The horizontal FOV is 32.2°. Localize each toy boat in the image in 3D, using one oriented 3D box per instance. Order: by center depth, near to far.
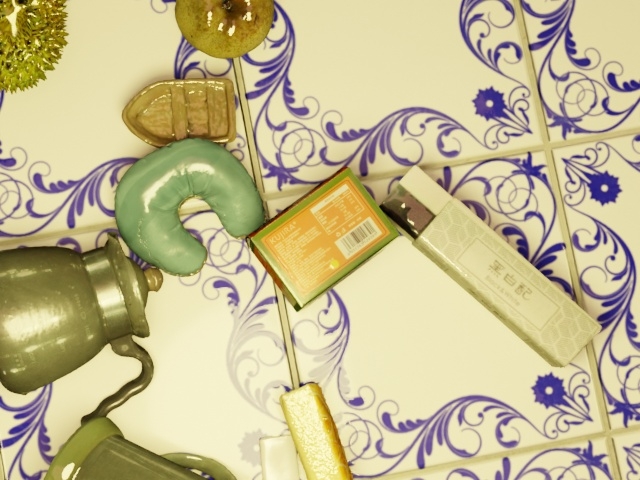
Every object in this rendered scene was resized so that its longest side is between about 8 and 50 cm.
[{"bbox_3d":[-0.235,-0.207,1.854,0.188,0.061,0.116,-3,86,-4],"label":"toy boat"}]

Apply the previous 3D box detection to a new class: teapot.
[{"bbox_3d":[-0.223,0.415,1.694,0.337,0.270,0.200,23,115,18],"label":"teapot"},{"bbox_3d":[-0.371,0.133,1.738,0.285,0.223,0.305,-18,83,-12],"label":"teapot"}]

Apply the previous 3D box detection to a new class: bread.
[{"bbox_3d":[-0.003,0.322,1.779,0.068,0.125,0.188,-21,85,2],"label":"bread"}]

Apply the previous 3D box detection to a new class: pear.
[{"bbox_3d":[-0.158,-0.382,1.838,0.167,0.136,0.167,-2,103,-9],"label":"pear"}]

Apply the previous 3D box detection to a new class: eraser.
[{"bbox_3d":[0.274,0.045,1.836,0.404,0.098,0.096,41,83,2],"label":"eraser"}]

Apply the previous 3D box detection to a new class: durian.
[{"bbox_3d":[-0.537,-0.379,1.773,0.291,0.224,0.291,1,83,-12],"label":"durian"}]

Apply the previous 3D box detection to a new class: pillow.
[{"bbox_3d":[-0.220,-0.054,1.814,0.233,0.086,0.214,-34,103,1],"label":"pillow"}]

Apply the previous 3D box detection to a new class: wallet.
[{"bbox_3d":[-0.065,0.382,1.818,0.061,0.025,0.122,-7,84,-2],"label":"wallet"}]

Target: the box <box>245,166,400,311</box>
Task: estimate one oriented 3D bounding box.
[{"bbox_3d":[0.000,0.000,1.786,0.195,0.177,0.148,-37,88,-6],"label":"box"}]
